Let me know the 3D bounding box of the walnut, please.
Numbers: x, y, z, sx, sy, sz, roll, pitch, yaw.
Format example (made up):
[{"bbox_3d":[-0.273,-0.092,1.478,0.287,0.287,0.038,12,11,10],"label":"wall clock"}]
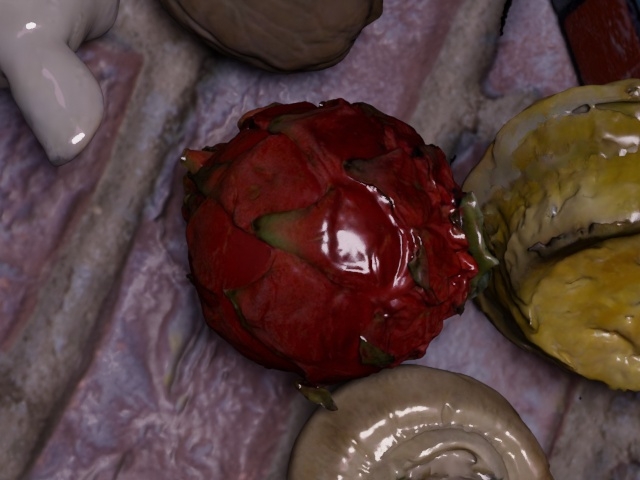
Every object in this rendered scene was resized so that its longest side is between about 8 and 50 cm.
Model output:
[{"bbox_3d":[-0.040,-0.257,1.040,0.224,0.224,0.224,1,82,-10],"label":"walnut"}]

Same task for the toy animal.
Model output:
[{"bbox_3d":[-0.264,-0.244,0.973,0.196,0.241,0.367,6,81,-7],"label":"toy animal"}]

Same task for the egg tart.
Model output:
[{"bbox_3d":[0.271,0.025,0.994,0.345,0.345,0.132,26,44,-5],"label":"egg tart"}]

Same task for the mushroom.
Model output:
[{"bbox_3d":[0.092,0.237,0.974,0.260,0.234,0.254,32,83,-4],"label":"mushroom"}]

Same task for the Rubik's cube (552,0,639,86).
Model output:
[{"bbox_3d":[0.401,-0.290,1.057,0.313,0.316,0.318,-18,84,-12],"label":"Rubik's cube"}]

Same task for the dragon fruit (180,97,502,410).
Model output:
[{"bbox_3d":[0.000,0.000,0.987,0.244,0.299,0.244,-19,119,-37],"label":"dragon fruit"}]
